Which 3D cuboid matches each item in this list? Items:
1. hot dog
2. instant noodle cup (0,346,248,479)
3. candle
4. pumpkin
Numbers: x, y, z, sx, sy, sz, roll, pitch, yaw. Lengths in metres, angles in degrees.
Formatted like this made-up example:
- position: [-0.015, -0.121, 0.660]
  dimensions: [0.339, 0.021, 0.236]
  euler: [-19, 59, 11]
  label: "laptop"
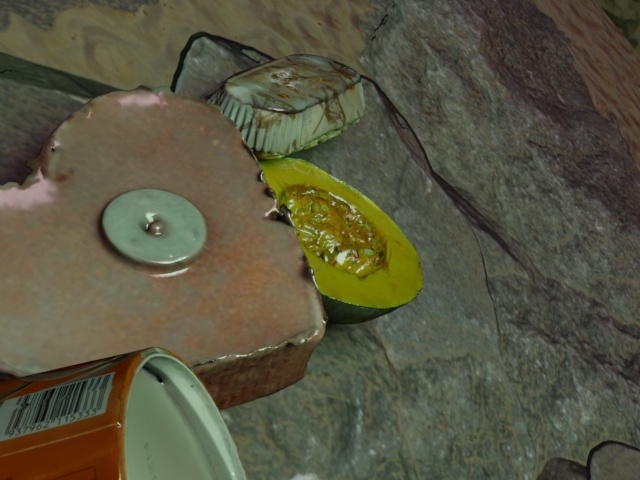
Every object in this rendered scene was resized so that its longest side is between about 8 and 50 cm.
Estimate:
- position: [-0.038, -0.157, 0.918]
  dimensions: [0.144, 0.075, 0.268]
  euler: [23, 30, 19]
  label: "hot dog"
- position: [-0.150, 0.180, 0.443]
  dimensions: [0.250, 0.192, 0.251]
  euler: [-20, 90, -83]
  label: "instant noodle cup"
- position: [-0.132, 0.030, 0.654]
  dimensions: [0.287, 0.131, 0.317]
  euler: [23, 48, 4]
  label: "candle"
- position: [-0.005, 0.016, 0.850]
  dimensions: [0.217, 0.110, 0.217]
  euler: [20, 40, -17]
  label: "pumpkin"
